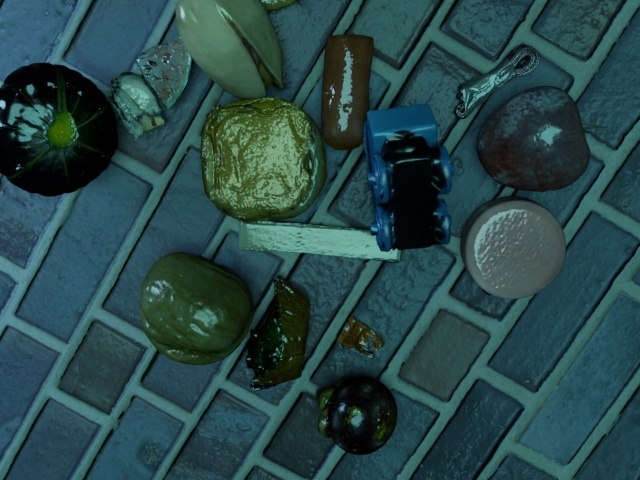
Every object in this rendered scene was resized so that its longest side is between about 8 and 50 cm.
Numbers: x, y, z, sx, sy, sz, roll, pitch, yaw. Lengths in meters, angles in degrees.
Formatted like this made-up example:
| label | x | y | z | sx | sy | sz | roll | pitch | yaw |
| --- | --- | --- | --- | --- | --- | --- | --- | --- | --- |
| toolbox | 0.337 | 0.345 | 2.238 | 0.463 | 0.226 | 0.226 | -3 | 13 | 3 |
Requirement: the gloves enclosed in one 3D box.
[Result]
| label | x | y | z | sx | sy | sz | roll | pitch | yaw |
| --- | --- | --- | --- | --- | --- | --- | --- | --- | --- |
| gloves | -0.435 | -0.314 | 1.794 | 0.114 | 0.070 | 0.153 | -32 | 100 | -38 |

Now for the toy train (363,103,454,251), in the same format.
| label | x | y | z | sx | sy | sz | roll | pitch | yaw |
| --- | --- | --- | --- | --- | --- | --- | --- | --- | --- |
| toy train | 0.189 | -0.129 | 1.722 | 0.187 | 0.265 | 0.300 | -8 | 131 | 0 |

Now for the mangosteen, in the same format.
| label | x | y | z | sx | sy | sz | roll | pitch | yaw |
| --- | --- | --- | --- | --- | --- | --- | --- | --- | --- |
| mangosteen | 0.077 | 0.422 | 1.906 | 0.217 | 0.192 | 0.192 | 9 | 104 | 37 |

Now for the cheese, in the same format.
| label | x | y | z | sx | sy | sz | roll | pitch | yaw |
| --- | --- | --- | --- | --- | --- | --- | --- | --- | --- |
| cheese | 0.000 | -0.002 | 1.884 | 0.400 | 0.034 | 0.085 | 4 | 97 | 0 |

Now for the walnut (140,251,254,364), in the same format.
| label | x | y | z | sx | sy | sz | roll | pitch | yaw |
| --- | --- | --- | --- | --- | --- | --- | --- | --- | --- |
| walnut | -0.295 | 0.160 | 1.822 | 0.282 | 0.227 | 0.283 | 3 | 65 | -6 |

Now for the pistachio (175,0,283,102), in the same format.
| label | x | y | z | sx | sy | sz | roll | pitch | yaw |
| --- | --- | --- | --- | --- | --- | --- | --- | --- | --- |
| pistachio | -0.189 | -0.441 | 1.703 | 0.193 | 0.214 | 0.318 | -41 | 124 | -3 |

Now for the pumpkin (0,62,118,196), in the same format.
| label | x | y | z | sx | sy | sz | roll | pitch | yaw |
| --- | --- | --- | --- | --- | --- | --- | --- | --- | --- |
| pumpkin | -0.616 | -0.249 | 1.758 | 0.295 | 0.296 | 0.296 | 0 | 101 | 1 |

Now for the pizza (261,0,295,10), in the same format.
| label | x | y | z | sx | sy | sz | roll | pitch | yaw |
| --- | --- | --- | --- | --- | --- | --- | --- | --- | --- |
| pizza | -0.115 | -0.600 | 1.750 | 0.182 | 0.062 | 0.161 | 3 | 100 | 2 |

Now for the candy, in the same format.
| label | x | y | z | sx | sy | sz | roll | pitch | yaw |
| --- | --- | --- | --- | --- | --- | --- | --- | --- | --- |
| candy | 0.455 | 0.024 | 1.850 | 0.255 | 0.094 | 0.255 | 0 | 101 | 0 |

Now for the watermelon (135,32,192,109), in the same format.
| label | x | y | z | sx | sy | sz | roll | pitch | yaw |
| --- | --- | --- | --- | --- | --- | --- | --- | --- | --- |
| watermelon | -0.358 | -0.406 | 1.793 | 0.139 | 0.071 | 0.187 | 21 | 109 | 4 |

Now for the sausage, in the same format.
| label | x | y | z | sx | sy | sz | roll | pitch | yaw |
| --- | --- | --- | --- | --- | --- | --- | --- | --- | --- |
| sausage | 0.059 | -0.338 | 1.777 | 0.113 | 0.113 | 0.259 | 4 | 100 | 0 |

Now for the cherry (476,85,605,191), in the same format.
| label | x | y | z | sx | sy | sz | roll | pitch | yaw |
| --- | --- | --- | --- | --- | --- | --- | --- | --- | --- |
| cherry | 0.495 | -0.226 | 1.741 | 0.285 | 0.213 | 0.236 | -10 | 93 | 12 |

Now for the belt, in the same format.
| label | x | y | z | sx | sy | sz | roll | pitch | yaw |
| --- | --- | --- | --- | --- | --- | --- | --- | --- | --- |
| belt | 0.401 | -0.371 | 1.793 | 0.232 | 0.053 | 0.071 | -37 | 106 | 8 |

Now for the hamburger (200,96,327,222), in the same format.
| label | x | y | z | sx | sy | sz | roll | pitch | yaw |
| --- | --- | --- | --- | --- | --- | --- | --- | --- | --- |
| hamburger | -0.129 | -0.185 | 1.784 | 0.318 | 0.158 | 0.319 | 0 | 102 | 2 |

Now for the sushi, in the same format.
| label | x | y | z | sx | sy | sz | roll | pitch | yaw |
| --- | --- | --- | --- | --- | --- | --- | --- | --- | --- |
| sushi | -0.102 | 0.241 | 1.874 | 0.140 | 0.149 | 0.287 | 9 | 107 | 3 |

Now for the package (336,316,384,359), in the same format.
| label | x | y | z | sx | sy | sz | roll | pitch | yaw |
| --- | --- | --- | --- | --- | --- | --- | --- | --- | --- |
| package | 0.101 | 0.249 | 1.931 | 0.110 | 0.033 | 0.077 | 33 | 110 | -1 |
